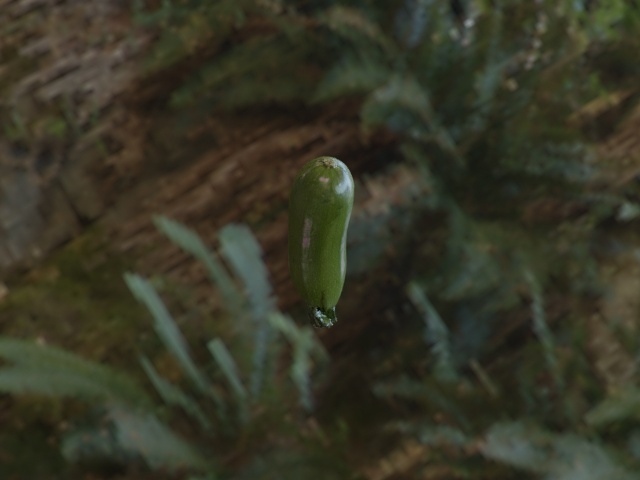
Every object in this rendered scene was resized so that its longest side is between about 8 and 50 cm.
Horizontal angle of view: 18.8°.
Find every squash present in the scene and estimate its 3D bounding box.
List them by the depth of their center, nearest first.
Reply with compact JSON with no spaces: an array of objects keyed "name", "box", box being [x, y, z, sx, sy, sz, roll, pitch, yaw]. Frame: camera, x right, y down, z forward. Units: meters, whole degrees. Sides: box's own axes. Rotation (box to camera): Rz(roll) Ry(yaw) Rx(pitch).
[{"name":"squash","box":[0.000,0.000,1.487,0.052,0.052,0.183,42,-28,27]}]
